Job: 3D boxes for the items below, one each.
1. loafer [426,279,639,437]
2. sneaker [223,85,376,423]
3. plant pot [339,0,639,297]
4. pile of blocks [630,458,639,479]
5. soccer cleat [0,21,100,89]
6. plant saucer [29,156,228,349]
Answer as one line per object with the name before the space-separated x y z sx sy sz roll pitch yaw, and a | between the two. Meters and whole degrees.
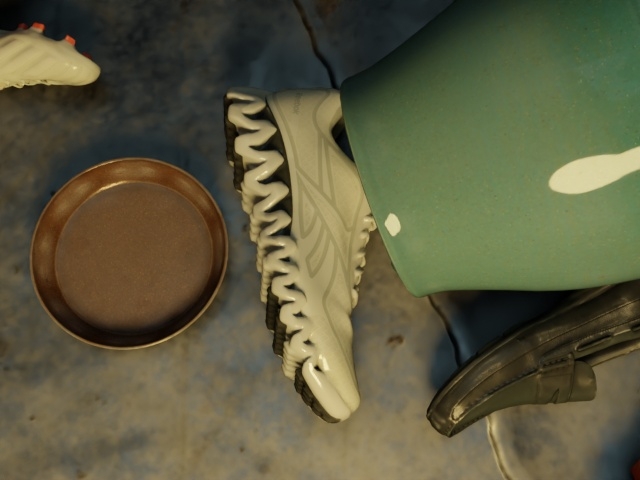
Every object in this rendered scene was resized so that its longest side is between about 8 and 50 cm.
loafer | 0.188 0.097 0.727 0.223 0.076 0.078 -30 68 -10
sneaker | 0.000 0.000 0.750 0.118 0.110 0.292 -10 75 -11
plant pot | 0.160 -0.080 0.692 0.255 0.271 0.271 -18 75 11
pile of blocks | 0.283 0.218 0.686 0.149 0.113 0.362 40 78 -16
soccer cleat | -0.290 -0.158 0.818 0.196 0.068 0.076 16 80 13
plant saucer | -0.161 0.012 0.784 0.168 0.029 0.168 0 74 1
